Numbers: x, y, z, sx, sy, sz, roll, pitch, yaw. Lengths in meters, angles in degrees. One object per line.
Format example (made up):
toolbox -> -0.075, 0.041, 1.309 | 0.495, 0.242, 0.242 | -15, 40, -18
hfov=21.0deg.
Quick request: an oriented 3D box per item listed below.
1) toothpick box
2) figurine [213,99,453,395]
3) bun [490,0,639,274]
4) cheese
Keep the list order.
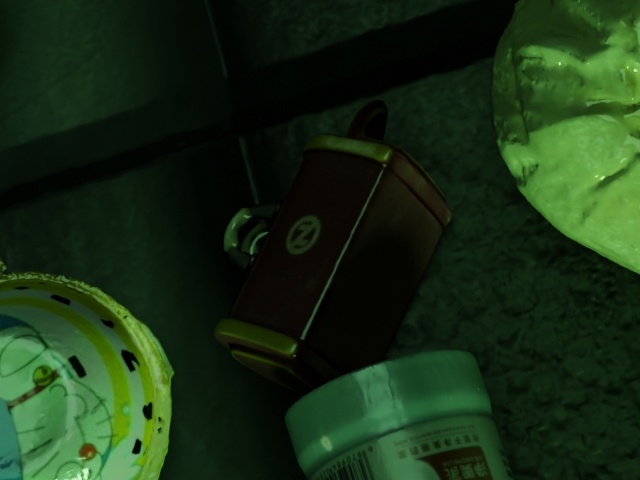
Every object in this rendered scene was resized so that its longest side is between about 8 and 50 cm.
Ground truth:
toothpick box -> 0.051, 0.140, 0.812 | 0.101, 0.101, 0.153 | -20, 70, 3
figurine -> 0.000, -0.001, 0.890 | 0.098, 0.082, 0.154 | 15, 74, 34
bun -> 0.193, -0.083, 0.848 | 0.222, 0.127, 0.222 | -2, 72, 6
cheese -> -0.131, 0.121, 0.872 | 0.156, 0.064, 0.250 | -30, 82, 0
